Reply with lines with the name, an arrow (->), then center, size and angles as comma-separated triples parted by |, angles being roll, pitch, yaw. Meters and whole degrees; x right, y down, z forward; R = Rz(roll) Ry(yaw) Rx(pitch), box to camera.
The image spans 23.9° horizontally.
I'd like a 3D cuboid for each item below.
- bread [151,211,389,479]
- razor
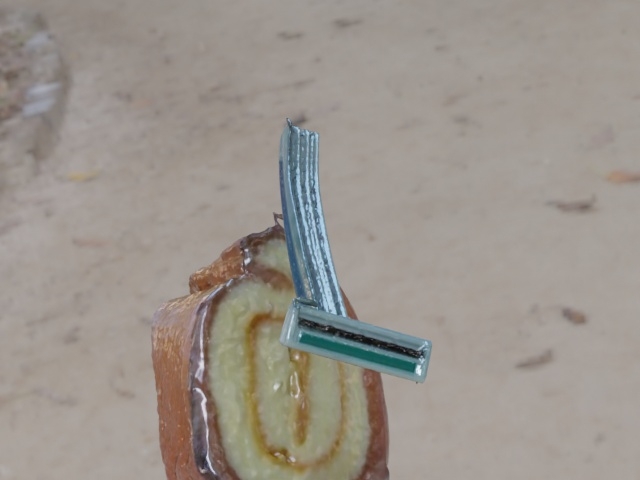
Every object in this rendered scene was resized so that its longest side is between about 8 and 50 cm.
bread -> -0.040, 0.109, 1.156 | 0.190, 0.244, 0.123 | 3, -16, -35
razor -> -0.002, 0.003, 0.710 | 0.068, 0.037, 0.191 | 18, 27, -21
